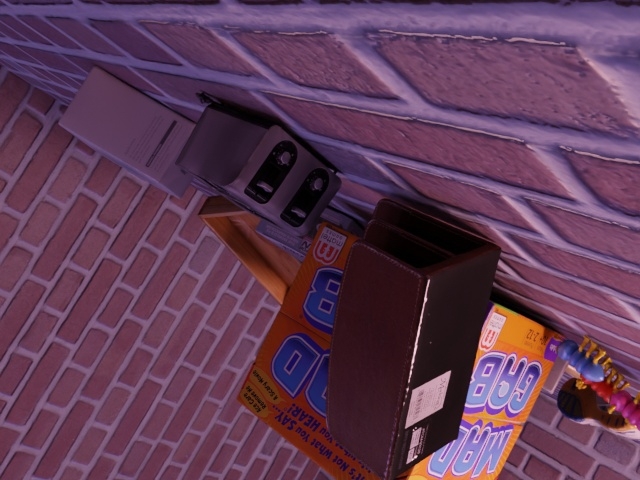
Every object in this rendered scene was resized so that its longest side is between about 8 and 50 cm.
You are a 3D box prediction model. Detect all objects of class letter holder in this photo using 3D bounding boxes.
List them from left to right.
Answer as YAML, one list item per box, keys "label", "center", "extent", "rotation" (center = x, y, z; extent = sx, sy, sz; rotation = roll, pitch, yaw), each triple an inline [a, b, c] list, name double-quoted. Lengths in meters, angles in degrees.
- label: "letter holder"
  center: [0.082, 0.119, 0.959]
  extent: [0.152, 0.301, 0.214]
  rotation: [-16, -147, -41]

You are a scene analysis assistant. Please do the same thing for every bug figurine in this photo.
- label: "bug figurine"
  center: [0.505, 0.259, 1.229]
  extent: [0.216, 0.072, 0.279]
  rotation: [45, -175, 39]

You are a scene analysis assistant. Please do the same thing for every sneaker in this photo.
- label: "sneaker"
  center: [0.691, 0.418, 1.716]
  extent: [0.131, 0.111, 0.296]
  rotation: [31, 176, -16]

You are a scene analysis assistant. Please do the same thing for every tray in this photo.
- label: "tray"
  center: [-0.121, 0.032, 1.901]
  extent: [0.203, 0.076, 0.411]
  rotation: [-3, 139, 37]

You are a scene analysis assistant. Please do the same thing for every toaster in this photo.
- label: "toaster"
  center: [-0.093, -0.103, 1.000]
  extent: [0.186, 0.110, 0.168]
  rotation: [26, 173, 42]

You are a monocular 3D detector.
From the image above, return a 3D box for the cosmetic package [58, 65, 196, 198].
- label: "cosmetic package"
  center: [-0.360, -0.206, 1.430]
  extent: [0.225, 0.138, 0.224]
  rotation: [31, 175, 2]

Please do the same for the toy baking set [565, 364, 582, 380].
- label: "toy baking set"
  center: [0.521, 0.267, 1.642]
  extent: [0.256, 0.030, 0.197]
  rotation: [32, 175, -25]

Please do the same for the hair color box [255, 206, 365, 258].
- label: "hair color box"
  center: [0.034, 0.023, 1.556]
  extent: [0.185, 0.113, 0.374]
  rotation: [27, 176, 28]

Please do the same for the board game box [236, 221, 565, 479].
- label: "board game box"
  center: [0.149, 0.228, 1.277]
  extent: [0.356, 0.356, 0.357]
  rotation: [27, -178, 38]

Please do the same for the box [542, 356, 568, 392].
- label: "box"
  center: [0.425, 0.230, 1.391]
  extent: [0.101, 0.102, 0.087]
  rotation: [27, 177, 22]
